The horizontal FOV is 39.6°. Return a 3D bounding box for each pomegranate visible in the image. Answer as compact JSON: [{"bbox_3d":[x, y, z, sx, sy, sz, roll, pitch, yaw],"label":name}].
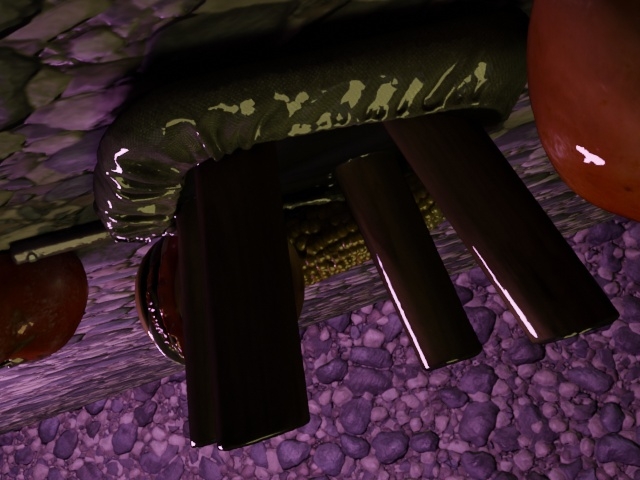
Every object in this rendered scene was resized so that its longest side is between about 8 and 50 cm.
[{"bbox_3d":[0.219,-0.098,0.487,0.209,0.209,0.209,-17,171,-3],"label":"pomegranate"}]

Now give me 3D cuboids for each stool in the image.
[{"bbox_3d":[0.013,0.006,0.654,0.310,0.226,0.310,-17,171,-17],"label":"stool"}]

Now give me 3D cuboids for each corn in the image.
[{"bbox_3d":[0.000,0.000,1.011,0.320,0.097,0.097,-22,170,15],"label":"corn"}]

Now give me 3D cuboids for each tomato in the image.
[{"bbox_3d":[-0.336,0.086,0.869,0.236,0.095,0.237,-18,171,-3],"label":"tomato"}]

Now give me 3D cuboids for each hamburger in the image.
[{"bbox_3d":[-0.112,0.055,0.904,0.175,0.175,0.137,-9,174,-43],"label":"hamburger"}]

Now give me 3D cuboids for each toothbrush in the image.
[{"bbox_3d":[-0.107,-0.027,0.829,0.354,0.029,0.024,-15,157,-14],"label":"toothbrush"}]
